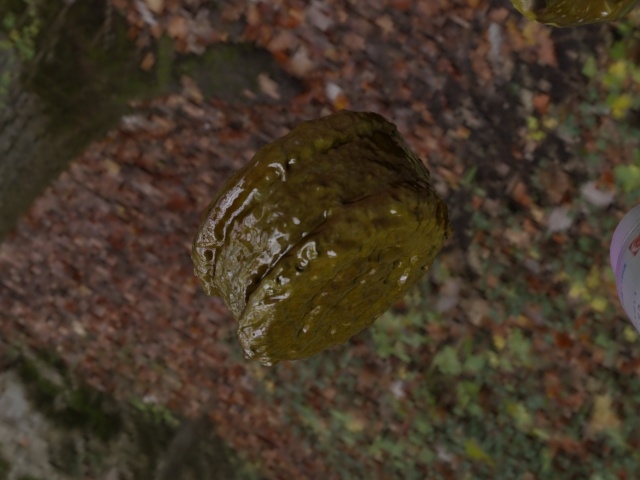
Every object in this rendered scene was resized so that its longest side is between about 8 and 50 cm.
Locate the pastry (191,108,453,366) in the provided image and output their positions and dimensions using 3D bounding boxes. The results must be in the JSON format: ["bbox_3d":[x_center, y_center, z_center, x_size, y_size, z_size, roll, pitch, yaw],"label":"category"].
[{"bbox_3d":[0.000,0.000,0.955,0.103,0.189,0.189,52,178,24],"label":"pastry"}]

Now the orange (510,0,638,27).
[{"bbox_3d":[0.232,-0.358,1.129,0.210,0.271,0.368,46,144,16],"label":"orange"}]

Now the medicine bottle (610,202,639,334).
[{"bbox_3d":[0.368,0.045,1.293,0.152,0.152,0.254,32,-167,-7],"label":"medicine bottle"}]
